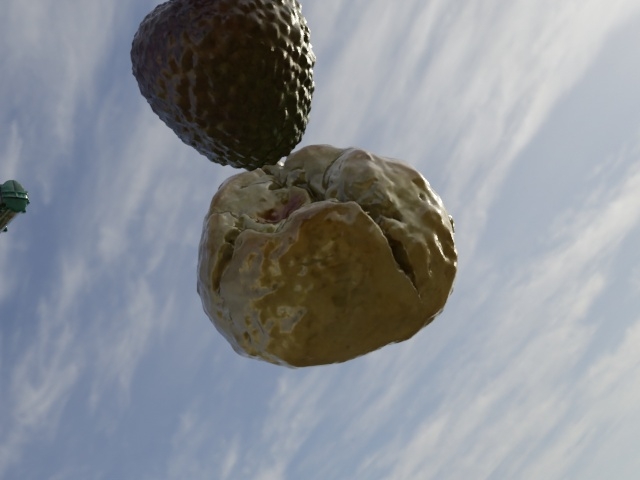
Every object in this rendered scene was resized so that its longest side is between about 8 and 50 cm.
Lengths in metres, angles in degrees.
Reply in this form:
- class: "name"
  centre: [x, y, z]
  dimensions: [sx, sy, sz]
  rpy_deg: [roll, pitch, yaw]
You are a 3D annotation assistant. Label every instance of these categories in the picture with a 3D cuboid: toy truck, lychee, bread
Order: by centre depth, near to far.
- class: "lychee"
  centre: [-0.061, -0.113, 0.522]
  dimensions: [0.114, 0.114, 0.146]
  rpy_deg: [-32, -70, -26]
- class: "toy truck"
  centre: [-0.278, -0.020, 0.699]
  dimensions: [0.044, 0.039, 0.083]
  rpy_deg: [4, -27, -44]
- class: "bread"
  centre: [0.000, 0.000, 0.733]
  dimensions: [0.244, 0.244, 0.134]
  rpy_deg: [-34, -56, -23]
